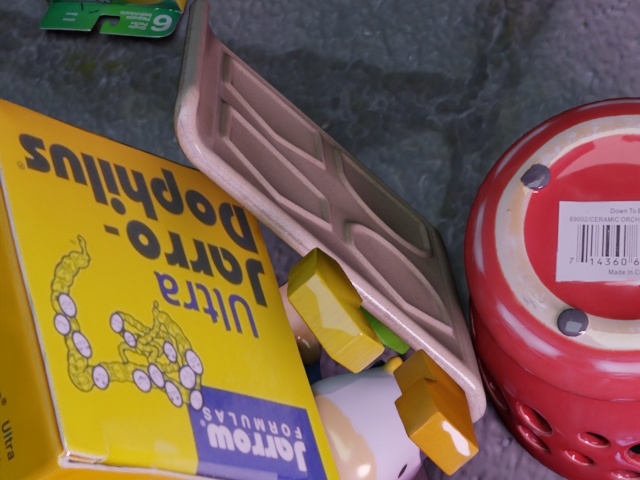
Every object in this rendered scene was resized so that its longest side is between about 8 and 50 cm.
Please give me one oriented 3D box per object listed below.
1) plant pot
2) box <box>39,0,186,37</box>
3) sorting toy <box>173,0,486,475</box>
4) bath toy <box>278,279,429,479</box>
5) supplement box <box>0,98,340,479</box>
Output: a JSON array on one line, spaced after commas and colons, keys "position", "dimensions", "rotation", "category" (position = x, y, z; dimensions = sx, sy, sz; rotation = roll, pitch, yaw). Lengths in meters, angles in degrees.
[{"position": [0.171, 0.024, 0.947], "dimensions": [0.191, 0.174, 0.191], "rotation": [-5, 63, 10], "category": "plant pot"}, {"position": [-0.132, -0.224, 1.204], "dimensions": [0.105, 0.043, 0.179], "rotation": [5, 69, 16], "category": "box"}, {"position": [0.000, 0.000, 0.899], "dimensions": [0.041, 0.229, 0.307], "rotation": [-41, 17, 13], "category": "sorting toy"}, {"position": [0.074, 0.170, 0.915], "dimensions": [0.129, 0.151, 0.348], "rotation": [-42, 66, -2], "category": "bath toy"}, {"position": [-0.200, 0.116, 0.904], "dimensions": [0.356, 0.194, 0.195], "rotation": [-34, 59, 27], "category": "supplement box"}]
